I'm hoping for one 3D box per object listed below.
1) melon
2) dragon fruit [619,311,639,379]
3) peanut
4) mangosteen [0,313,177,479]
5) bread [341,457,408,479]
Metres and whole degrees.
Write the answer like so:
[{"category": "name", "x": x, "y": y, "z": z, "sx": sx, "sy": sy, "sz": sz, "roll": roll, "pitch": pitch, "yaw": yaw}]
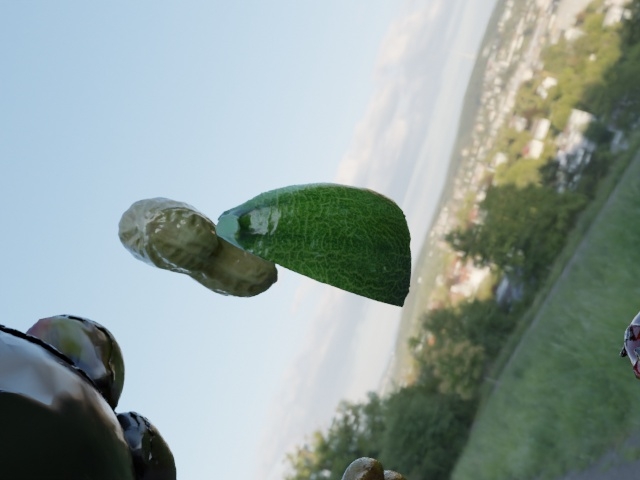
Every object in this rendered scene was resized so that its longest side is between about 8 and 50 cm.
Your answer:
[{"category": "melon", "x": 0.000, "y": 0.000, "z": 1.227, "sx": 0.124, "sy": 0.323, "sz": 0.196, "roll": -26, "pitch": 61, "yaw": 47}, {"category": "dragon fruit", "x": 0.533, "y": 0.136, "z": 1.120, "sx": 0.246, "sy": 0.125, "sz": 0.125, "roll": -19, "pitch": -57, "yaw": -28}, {"category": "peanut", "x": -0.200, "y": 0.016, "z": 1.329, "sx": 0.136, "sy": 0.298, "sz": 0.120, "roll": -1, "pitch": 67, "yaw": 56}, {"category": "mangosteen", "x": -0.334, "y": 0.250, "z": 0.754, "sx": 0.421, "sy": 0.381, "sz": 0.381, "roll": -19, "pitch": -45, "yaw": -40}, {"category": "bread", "x": 0.179, "y": 0.541, "z": 1.452, "sx": 0.124, "sy": 0.344, "sz": 0.084, "roll": -51, "pitch": 0, "yaw": 1}]
